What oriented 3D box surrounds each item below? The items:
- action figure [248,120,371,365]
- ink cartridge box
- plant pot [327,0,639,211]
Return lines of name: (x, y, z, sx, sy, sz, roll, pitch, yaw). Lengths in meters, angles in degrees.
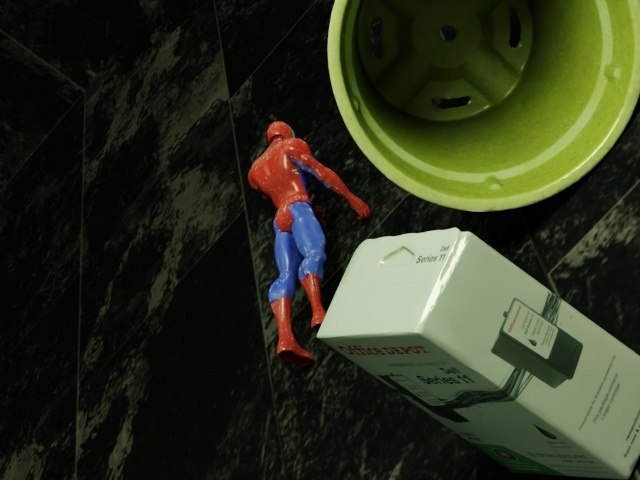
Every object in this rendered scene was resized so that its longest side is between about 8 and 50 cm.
action figure: (0.000, 0.000, 1.920, 0.091, 0.139, 0.280, -36, 50, 32)
ink cartridge box: (0.123, 0.085, 1.351, 0.153, 0.208, 0.087, -9, 50, 62)
plant pot: (0.131, -0.182, 1.709, 0.276, 0.276, 0.254, -52, 10, 5)
